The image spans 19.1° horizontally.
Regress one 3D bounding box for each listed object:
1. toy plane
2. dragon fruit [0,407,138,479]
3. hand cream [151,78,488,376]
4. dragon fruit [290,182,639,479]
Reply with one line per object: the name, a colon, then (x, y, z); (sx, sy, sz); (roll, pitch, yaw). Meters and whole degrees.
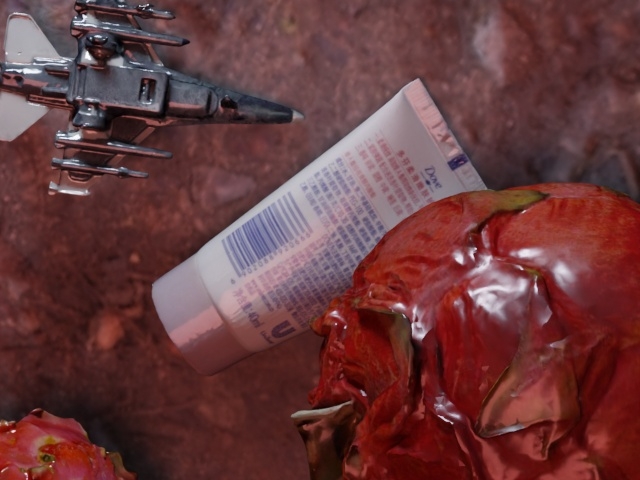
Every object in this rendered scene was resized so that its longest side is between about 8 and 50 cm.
toy plane: (-0.131, -0.105, 1.342); (0.234, 0.082, 0.160); (7, 85, 12)
dragon fruit: (-0.247, 0.249, 1.439); (0.210, 0.205, 0.268); (28, 123, 0)
hand cream: (0.000, 0.000, 1.355); (0.247, 0.083, 0.133); (-29, 101, 11)
dragon fruit: (0.153, 0.099, 1.239); (0.342, 0.277, 0.278); (-6, 109, 2)
